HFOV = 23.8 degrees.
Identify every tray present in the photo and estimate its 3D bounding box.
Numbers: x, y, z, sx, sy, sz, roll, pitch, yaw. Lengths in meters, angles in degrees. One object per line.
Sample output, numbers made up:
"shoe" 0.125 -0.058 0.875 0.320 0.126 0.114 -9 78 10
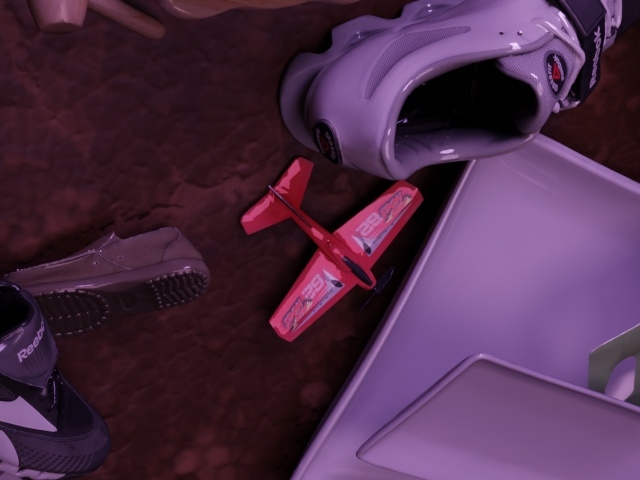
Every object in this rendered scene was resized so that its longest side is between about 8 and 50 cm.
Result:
"tray" 0.167 0.152 1.197 0.270 0.030 0.145 21 130 -36

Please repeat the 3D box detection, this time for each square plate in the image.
"square plate" 0.170 0.097 1.241 0.344 0.049 0.347 19 105 -36

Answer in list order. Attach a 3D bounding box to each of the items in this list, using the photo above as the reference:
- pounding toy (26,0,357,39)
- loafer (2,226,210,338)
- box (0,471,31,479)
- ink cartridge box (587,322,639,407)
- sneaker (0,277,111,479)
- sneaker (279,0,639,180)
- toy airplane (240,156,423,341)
"pounding toy" -0.068 -0.212 0.929 0.269 0.155 0.154 -11 92 -34
"loafer" -0.150 0.027 1.027 0.148 0.050 0.056 -8 140 -8
"box" -0.262 0.217 1.074 0.145 0.038 0.186 -37 129 -6
"ink cartridge box" 0.327 0.089 1.219 0.235 0.056 0.171 -30 147 -10
"sneaker" -0.206 0.083 0.983 0.106 0.078 0.234 -25 131 30
"sneaker" 0.147 -0.130 1.048 0.330 0.146 0.122 -32 125 -12
"toy airplane" 0.000 0.000 1.107 0.151 0.028 0.151 -13 120 -24
